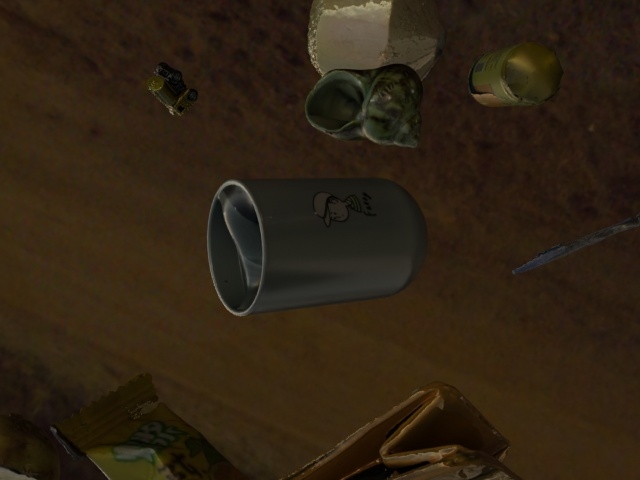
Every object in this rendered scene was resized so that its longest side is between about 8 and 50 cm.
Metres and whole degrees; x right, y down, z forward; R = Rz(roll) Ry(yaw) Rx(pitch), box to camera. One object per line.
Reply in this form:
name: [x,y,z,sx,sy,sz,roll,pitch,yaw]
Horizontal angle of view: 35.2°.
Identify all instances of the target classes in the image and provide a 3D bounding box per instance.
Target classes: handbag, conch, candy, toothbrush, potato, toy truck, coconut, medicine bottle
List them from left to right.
potato: [-0.375,0.247,1.134,0.200,0.081,0.164,-26,133,37]
toy truck: [-0.243,-0.246,1.661,0.049,0.054,0.083,35,171,38]
candy: [-0.123,0.263,1.028,0.297,0.081,0.187,44,-163,6]
conch: [0.087,-0.215,1.671,0.124,0.187,0.181,49,-177,-38]
coconut: [0.118,-0.389,1.898,0.244,0.239,0.239,10,151,27]
handbag: [0.113,0.326,1.318,0.133,0.283,0.401,63,-169,30]
medicine bottle: [0.374,-0.313,1.924,0.124,0.124,0.239,35,-179,-12]
toothbrush: [0.541,-0.022,1.857,0.035,0.413,0.042,105,143,-83]

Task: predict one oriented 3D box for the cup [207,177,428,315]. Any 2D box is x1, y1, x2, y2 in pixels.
cup: [0.000,0.000,1.572,0.312,0.205,0.205,-5,176,-29]
